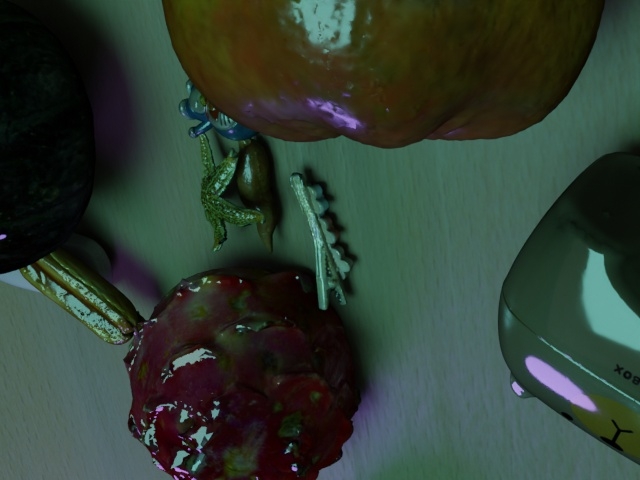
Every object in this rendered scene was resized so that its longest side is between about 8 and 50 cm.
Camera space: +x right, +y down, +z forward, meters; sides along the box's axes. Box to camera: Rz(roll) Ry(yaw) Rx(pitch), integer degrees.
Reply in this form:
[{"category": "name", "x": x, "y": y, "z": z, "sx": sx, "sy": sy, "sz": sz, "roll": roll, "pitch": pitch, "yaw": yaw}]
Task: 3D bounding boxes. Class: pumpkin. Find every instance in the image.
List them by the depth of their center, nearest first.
[{"category": "pumpkin", "x": -0.531, "y": -0.161, "z": 1.742, "sx": 0.454, "sy": 0.344, "sz": 0.454, "roll": 18, "pitch": 118, "yaw": 39}]

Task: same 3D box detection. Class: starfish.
[{"category": "starfish", "x": -0.151, "y": -0.080, "z": 1.679, "sx": 0.208, "sy": 0.053, "sz": 0.176, "roll": -39, "pitch": 67, "yaw": 59}]

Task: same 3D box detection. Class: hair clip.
[{"category": "hair clip", "x": 0.005, "y": -0.002, "z": 1.658, "sx": 0.062, "sy": 0.056, "sz": 0.214, "roll": 8, "pitch": 114, "yaw": 52}]

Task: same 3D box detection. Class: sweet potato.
[{"category": "sweet potato", "x": -0.091, "y": -0.065, "z": 1.684, "sx": 0.056, "sy": 0.056, "sz": 0.195, "roll": 4, "pitch": 120, "yaw": 34}]

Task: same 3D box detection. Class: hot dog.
[{"category": "hot dog", "x": -0.398, "y": 0.079, "z": 1.903, "sx": 0.249, "sy": 0.068, "sz": 0.100, "roll": 37, "pitch": 135, "yaw": 7}]

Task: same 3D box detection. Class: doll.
[{"category": "doll", "x": -0.132, "y": -0.189, "z": 1.615, "sx": 0.152, "sy": 0.085, "sz": 0.114, "roll": 20, "pitch": 92, "yaw": 37}]

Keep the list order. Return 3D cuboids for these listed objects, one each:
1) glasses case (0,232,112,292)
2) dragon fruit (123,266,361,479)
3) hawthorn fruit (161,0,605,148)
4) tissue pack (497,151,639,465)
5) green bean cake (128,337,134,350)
[{"category": "glasses case", "x": -0.489, "y": 0.034, "z": 2.021, "sx": 0.297, "sy": 0.075, "sz": 0.113, "roll": 11, "pitch": 120, "yaw": 29}, {"category": "dragon fruit", "x": -0.124, "y": 0.235, "z": 1.707, "sx": 0.371, "sy": 0.249, "sz": 0.386, "roll": 28, "pitch": 111, "yaw": -5}, {"category": "hawthorn fruit", "x": 0.071, "y": -0.311, "z": 1.147, "sx": 0.472, "sy": 0.472, "sz": 0.471, "roll": 18, "pitch": 127, "yaw": 26}, {"category": "tissue pack", "x": 0.399, "y": 0.108, "z": 1.283, "sx": 0.387, "sy": 0.267, "sz": 0.277, "roll": 32, "pitch": 133, "yaw": 15}, {"category": "green bean cake", "x": -0.225, "y": 0.212, "z": 1.919, "sx": 0.179, "sy": 0.109, "sz": 0.085, "roll": 30, "pitch": 131, "yaw": 17}]
